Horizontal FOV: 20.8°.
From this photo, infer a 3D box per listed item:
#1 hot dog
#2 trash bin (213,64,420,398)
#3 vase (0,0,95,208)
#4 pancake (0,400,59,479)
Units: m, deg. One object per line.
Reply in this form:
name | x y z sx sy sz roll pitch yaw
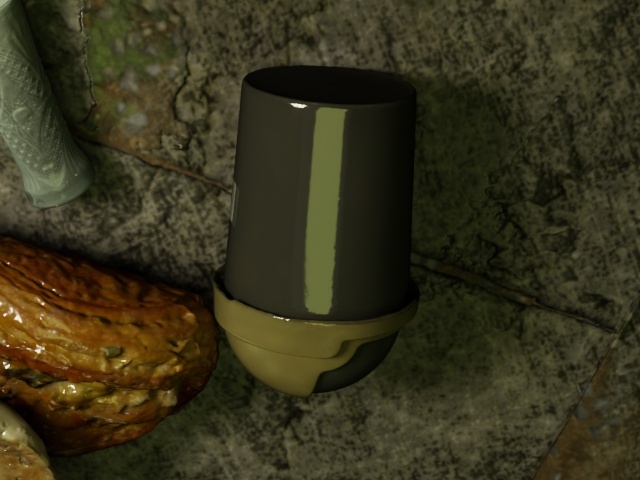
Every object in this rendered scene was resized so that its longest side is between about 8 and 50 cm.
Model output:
hot dog | -0.299 0.101 1.800 0.388 0.174 0.267 16 142 -11
trash bin | 0.000 0.000 1.776 0.214 0.214 0.333 3 107 -7
vase | -0.301 -0.139 1.746 0.096 0.096 0.219 -21 118 4
pancake | -0.440 0.228 1.824 0.387 0.082 0.387 11 149 6
